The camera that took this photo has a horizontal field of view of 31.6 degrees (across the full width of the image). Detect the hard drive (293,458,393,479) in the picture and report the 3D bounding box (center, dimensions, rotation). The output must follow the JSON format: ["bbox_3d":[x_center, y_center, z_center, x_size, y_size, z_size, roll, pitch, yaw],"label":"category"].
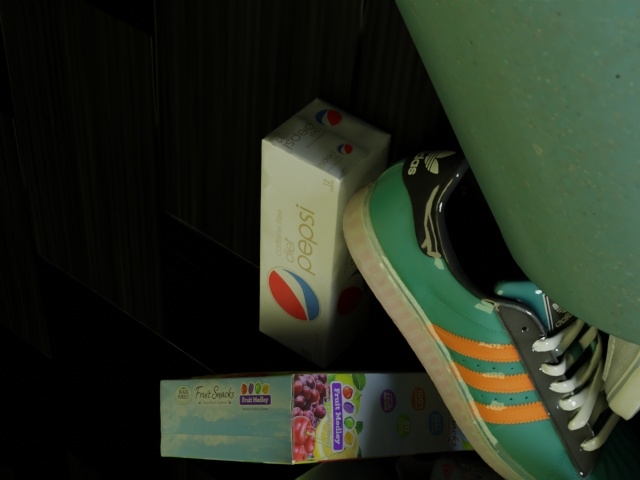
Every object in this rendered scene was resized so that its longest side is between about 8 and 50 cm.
[{"bbox_3d":[0.053,0.282,0.888,0.233,0.047,0.353,55,-173,10],"label":"hard drive"}]

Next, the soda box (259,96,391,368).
[{"bbox_3d":[0.000,0.000,0.894,0.074,0.069,0.216,29,141,24],"label":"soda box"}]

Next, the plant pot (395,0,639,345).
[{"bbox_3d":[0.150,-0.157,0.407,0.341,0.341,0.334,11,138,40],"label":"plant pot"}]

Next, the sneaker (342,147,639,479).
[{"bbox_3d":[0.143,0.067,0.778,0.302,0.108,0.121,51,143,-7],"label":"sneaker"}]

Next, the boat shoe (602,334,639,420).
[{"bbox_3d":[0.211,0.015,0.696,0.081,0.079,0.227,37,137,26],"label":"boat shoe"}]

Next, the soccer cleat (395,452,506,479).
[{"bbox_3d":[0.134,0.215,0.962,0.196,0.068,0.076,-17,107,54],"label":"soccer cleat"}]

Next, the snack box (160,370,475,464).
[{"bbox_3d":[0.004,0.139,0.908,0.175,0.207,0.070,-9,78,48],"label":"snack box"}]
